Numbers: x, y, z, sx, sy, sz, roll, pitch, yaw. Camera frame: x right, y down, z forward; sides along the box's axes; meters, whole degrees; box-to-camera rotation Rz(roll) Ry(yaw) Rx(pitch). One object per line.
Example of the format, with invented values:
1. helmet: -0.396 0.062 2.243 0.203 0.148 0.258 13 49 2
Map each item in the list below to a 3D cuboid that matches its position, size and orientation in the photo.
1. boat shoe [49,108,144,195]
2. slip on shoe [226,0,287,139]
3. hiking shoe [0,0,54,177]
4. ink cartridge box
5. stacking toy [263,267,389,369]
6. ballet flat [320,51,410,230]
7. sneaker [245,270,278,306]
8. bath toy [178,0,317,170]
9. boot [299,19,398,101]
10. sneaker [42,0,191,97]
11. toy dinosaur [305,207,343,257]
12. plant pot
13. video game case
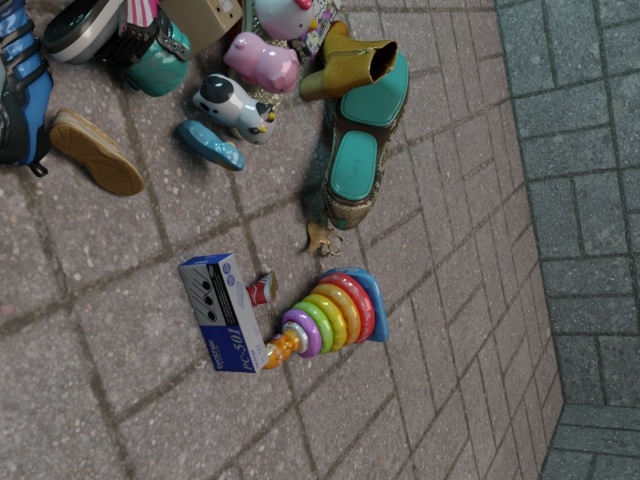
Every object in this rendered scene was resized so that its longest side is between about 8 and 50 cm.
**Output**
1. boat shoe: -0.321 -0.130 0.870 0.170 0.063 0.059 52 18 -51
2. slip on shoe: -0.132 -0.360 1.145 0.123 0.101 0.331 2 96 -35
3. hiking shoe: -0.405 -0.239 0.745 0.132 0.113 0.304 11 81 -71
4. ink cartridge box: -0.165 0.127 1.024 0.046 0.097 0.207 -36 115 -51
5. stacking toy: -0.017 0.180 1.215 0.302 0.175 0.166 -25 106 -40
6. ballet flat: 0.096 -0.235 1.413 0.182 0.164 0.483 103 3 -62
7. sneaker: -0.120 0.095 1.155 0.118 0.067 0.042 -84 156 -75
8. bath toy: -0.104 -0.294 1.039 0.151 0.129 0.348 31 82 -34
9. boot: 0.086 -0.432 1.373 0.104 0.211 0.295 54 44 -37
10. sneaker: -0.279 -0.279 0.862 0.178 0.123 0.295 55 22 -34
11. toy dinosaur: 0.000 0.000 1.341 0.092 0.053 0.183 47 39 -21
12. plant pot: -0.204 -0.404 1.048 0.109 0.096 0.109 58 43 -32
13. video game case: -0.046 -0.558 1.349 0.210 0.042 0.232 51 46 -37
